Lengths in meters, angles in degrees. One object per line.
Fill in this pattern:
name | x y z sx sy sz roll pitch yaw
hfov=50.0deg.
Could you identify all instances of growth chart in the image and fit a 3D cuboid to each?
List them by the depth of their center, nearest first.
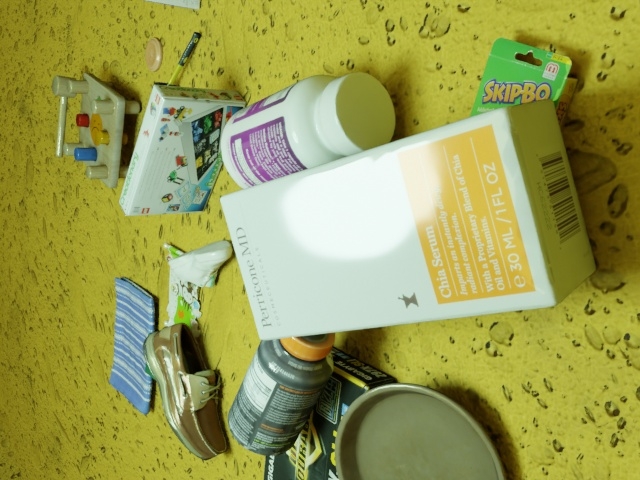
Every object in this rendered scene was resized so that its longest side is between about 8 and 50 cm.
growth chart | -0.340 0.135 1.686 0.172 0.021 0.237 16 106 48

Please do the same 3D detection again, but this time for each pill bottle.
pill bottle | -0.059 0.234 1.145 0.130 0.131 0.245 50 128 36
pill bottle | -0.023 -0.177 1.146 0.302 0.169 0.169 -9 87 51

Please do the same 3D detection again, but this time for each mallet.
mallet | -0.321 -0.403 1.603 0.189 0.062 0.039 -46 59 26

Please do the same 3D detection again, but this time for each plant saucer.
plant saucer | 0.148 0.345 1.034 0.278 0.041 0.277 5 100 31
plant saucer | -0.422 -0.468 1.730 0.083 0.013 0.083 7 99 51

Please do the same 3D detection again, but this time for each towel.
towel | -0.525 0.288 1.906 0.243 0.040 0.335 20 109 51

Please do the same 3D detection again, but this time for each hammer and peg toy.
hammer and peg toy | -0.634 -0.321 1.917 0.361 0.127 0.265 35 122 43

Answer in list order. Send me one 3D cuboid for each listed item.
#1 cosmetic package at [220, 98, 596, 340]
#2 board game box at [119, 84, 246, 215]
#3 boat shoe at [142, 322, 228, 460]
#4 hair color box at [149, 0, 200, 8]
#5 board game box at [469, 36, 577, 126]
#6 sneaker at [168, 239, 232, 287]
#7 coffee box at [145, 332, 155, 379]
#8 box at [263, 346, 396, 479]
cosmetic package | 0.097 -0.013 0.923 0.453 0.161 0.230 -14 94 39
board game box | -0.297 -0.184 1.463 0.053 0.193 0.305 53 131 33
boat shoe | -0.294 0.337 1.570 0.120 0.122 0.324 -33 78 18
hair color box | -0.416 -0.610 1.449 0.110 0.339 0.185 27 114 45
board game box | 0.249 -0.129 0.922 0.124 0.039 0.259 35 123 42
sneaker | -0.255 0.061 1.545 0.212 0.080 0.094 -15 102 49
coffee box | -0.386 0.311 1.743 0.184 0.040 0.113 15 104 49
box | 0.007 0.356 1.238 0.257 0.079 0.321 19 108 46
